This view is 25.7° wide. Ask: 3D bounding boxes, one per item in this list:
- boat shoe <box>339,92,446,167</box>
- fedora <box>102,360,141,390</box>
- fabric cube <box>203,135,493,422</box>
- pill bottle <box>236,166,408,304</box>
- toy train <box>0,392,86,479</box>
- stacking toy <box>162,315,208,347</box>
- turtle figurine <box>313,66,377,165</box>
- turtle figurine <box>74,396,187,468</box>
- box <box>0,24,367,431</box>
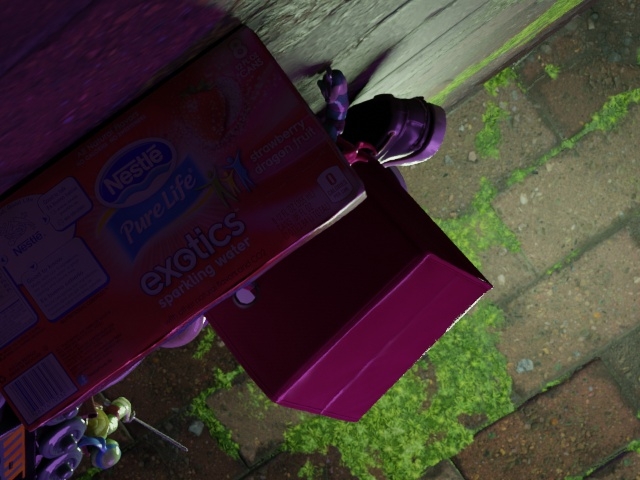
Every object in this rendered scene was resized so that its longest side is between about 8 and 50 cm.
[{"bbox_3d":[0.045,-0.137,1.978,0.091,0.109,0.305,17,158,-34],"label":"boat shoe"},{"bbox_3d":[-0.353,0.169,2.141,0.275,0.124,0.244,-35,178,-4],"label":"fedora"},{"bbox_3d":[0.013,0.042,1.758,0.258,0.254,0.259,-44,154,10],"label":"fabric cube"},{"bbox_3d":[0.000,0.000,2.156,0.188,0.188,0.334,-36,-168,37],"label":"pill bottle"},{"bbox_3d":[-0.439,0.274,1.984,0.190,0.142,0.334,-31,154,-31],"label":"toy train"},{"bbox_3d":[-0.169,0.038,2.145,0.141,0.141,0.330,-36,-178,32],"label":"stacking toy"},{"bbox_3d":[-0.027,-0.092,1.516,0.175,0.118,0.234,-35,-176,-3],"label":"turtle figurine"},{"bbox_3d":[-0.437,0.347,2.513,0.198,0.266,0.274,-51,152,3],"label":"turtle figurine"},{"bbox_3d":[-0.127,-0.009,1.056,0.300,0.154,0.142,-36,179,2],"label":"box"}]
